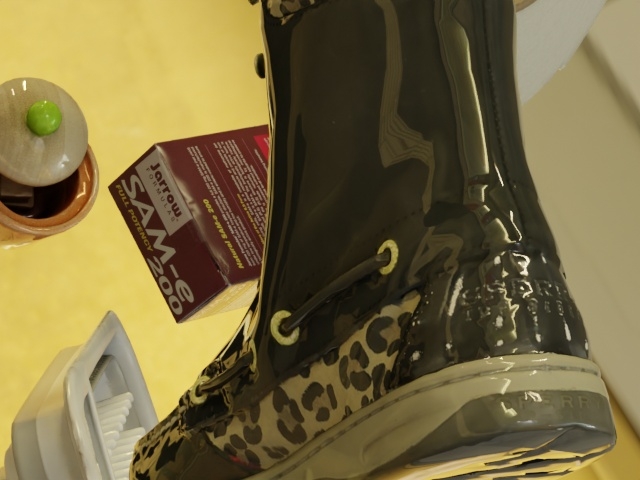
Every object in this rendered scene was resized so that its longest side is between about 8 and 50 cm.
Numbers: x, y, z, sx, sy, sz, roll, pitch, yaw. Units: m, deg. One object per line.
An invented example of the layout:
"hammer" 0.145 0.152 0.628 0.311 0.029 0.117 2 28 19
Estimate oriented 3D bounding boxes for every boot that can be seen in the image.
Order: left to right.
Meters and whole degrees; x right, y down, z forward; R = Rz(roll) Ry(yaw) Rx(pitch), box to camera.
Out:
"boot" 0.002 0.000 0.633 0.236 0.085 0.179 -27 -115 58

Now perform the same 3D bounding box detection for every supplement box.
"supplement box" -0.044 -0.022 1.620 0.073 0.239 0.130 -38 -106 37

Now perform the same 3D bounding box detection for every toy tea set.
"toy tea set" -0.259 0.009 1.055 0.200 0.336 0.124 43 -29 -5

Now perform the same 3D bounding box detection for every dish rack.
"dish rack" -0.121 0.201 1.206 0.333 0.072 0.286 -92 163 -83

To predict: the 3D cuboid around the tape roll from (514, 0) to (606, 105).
"tape roll" 0.120 -0.254 1.295 0.072 0.392 0.392 25 -39 28
